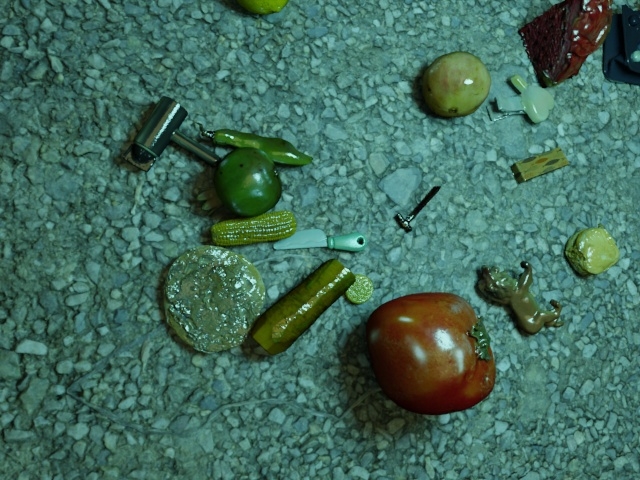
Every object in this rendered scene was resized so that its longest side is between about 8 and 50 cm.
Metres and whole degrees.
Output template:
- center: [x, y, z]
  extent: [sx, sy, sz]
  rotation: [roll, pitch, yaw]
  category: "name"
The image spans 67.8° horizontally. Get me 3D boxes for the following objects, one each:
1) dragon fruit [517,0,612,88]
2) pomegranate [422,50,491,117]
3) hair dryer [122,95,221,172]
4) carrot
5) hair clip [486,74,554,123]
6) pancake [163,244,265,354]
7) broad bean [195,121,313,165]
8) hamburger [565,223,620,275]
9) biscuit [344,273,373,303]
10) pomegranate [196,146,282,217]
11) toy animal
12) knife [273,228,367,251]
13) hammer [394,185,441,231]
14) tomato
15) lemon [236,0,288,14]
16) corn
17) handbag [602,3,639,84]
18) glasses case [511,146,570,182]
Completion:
- center: [0.725, -0.628, 1.411]
  extent: [0.241, 0.330, 0.301]
  rotation: [9, 84, 12]
  category: "dragon fruit"
- center: [0.387, -0.448, 1.364]
  extent: [0.192, 0.191, 0.191]
  rotation: [1, 84, -11]
  category: "pomegranate"
- center: [-0.357, -0.230, 1.256]
  extent: [0.249, 0.078, 0.195]
  rotation: [31, 81, -12]
  category: "hair dryer"
- center: [-0.047, 0.171, 1.253]
  extent: [0.302, 0.114, 0.114]
  rotation: [-42, 93, -14]
  category: "carrot"
- center: [0.625, -0.432, 1.472]
  extent: [0.219, 0.071, 0.158]
  rotation: [-10, 84, -16]
  category: "hair clip"
- center: [-0.278, 0.150, 1.240]
  extent: [0.283, 0.049, 0.281]
  rotation: [1, 85, -12]
  category: "pancake"
- center: [-0.175, -0.255, 1.288]
  extent: [0.326, 0.075, 0.067]
  rotation: [11, 112, -13]
  category: "broad bean"
- center: [0.829, 0.030, 1.456]
  extent: [0.147, 0.083, 0.137]
  rotation: [-31, 95, -11]
  category: "hamburger"
- center: [0.106, 0.135, 1.331]
  extent: [0.084, 0.023, 0.083]
  rotation: [1, 84, -13]
  category: "biscuit"
- center: [-0.212, -0.137, 1.230]
  extent: [0.225, 0.187, 0.186]
  rotation: [-24, 90, 15]
  category: "pomegranate"
- center: [0.587, 0.178, 1.398]
  extent: [0.158, 0.097, 0.312]
  rotation: [-37, 95, 0]
  category: "toy animal"
- center: [0.000, -0.002, 1.322]
  extent: [0.261, 0.034, 0.063]
  rotation: [2, 80, -8]
  category: "knife"
- center: [0.292, -0.105, 1.392]
  extent: [0.065, 0.021, 0.178]
  rotation: [45, 78, -3]
  category: "hammer"
- center: [0.274, 0.272, 1.201]
  extent: [0.290, 0.325, 0.292]
  rotation: [-19, 93, 32]
  category: "tomato"
- center: [-0.164, -0.708, 1.284]
  extent: [0.206, 0.173, 0.173]
  rotation: [37, 79, 3]
  category: "lemon"
- center: [-0.176, -0.028, 1.263]
  extent: [0.231, 0.080, 0.080]
  rotation: [-10, 87, -13]
  category: "corn"
- center: [1.103, -0.647, 1.562]
  extent: [0.326, 0.118, 0.268]
  rotation: [5, 83, -13]
  category: "handbag"
- center: [0.676, -0.231, 1.472]
  extent: [0.170, 0.041, 0.064]
  rotation: [-20, 77, -12]
  category: "glasses case"
